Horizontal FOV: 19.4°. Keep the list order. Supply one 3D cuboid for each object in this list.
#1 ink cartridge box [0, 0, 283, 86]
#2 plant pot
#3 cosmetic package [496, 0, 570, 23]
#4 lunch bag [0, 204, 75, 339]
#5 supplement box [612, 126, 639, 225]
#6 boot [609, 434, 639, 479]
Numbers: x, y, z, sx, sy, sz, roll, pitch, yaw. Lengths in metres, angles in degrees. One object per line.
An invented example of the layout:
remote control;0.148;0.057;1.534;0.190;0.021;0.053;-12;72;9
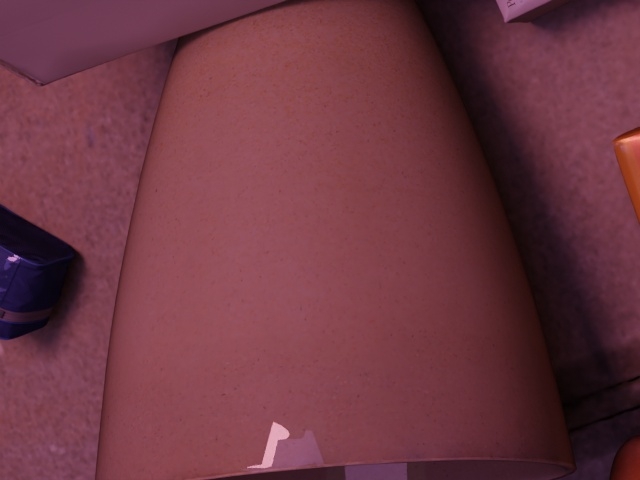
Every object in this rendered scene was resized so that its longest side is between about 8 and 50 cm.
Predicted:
ink cartridge box;-0.095;-0.308;0.973;0.279;0.160;0.385;-17;69;21
plant pot;0.000;0.000;1.023;0.256;0.256;0.274;-8;77;21
cosmetic package;0.101;-0.247;1.029;0.099;0.060;0.239;-25;88;23
lunch bag;-0.213;0.018;1.181;0.098;0.067;0.065;30;106;17
supplement box;0.232;0.040;1.012;0.078;0.080;0.233;-21;88;20
boot;0.117;0.240;1.082;0.220;0.109;0.284;2;106;24
